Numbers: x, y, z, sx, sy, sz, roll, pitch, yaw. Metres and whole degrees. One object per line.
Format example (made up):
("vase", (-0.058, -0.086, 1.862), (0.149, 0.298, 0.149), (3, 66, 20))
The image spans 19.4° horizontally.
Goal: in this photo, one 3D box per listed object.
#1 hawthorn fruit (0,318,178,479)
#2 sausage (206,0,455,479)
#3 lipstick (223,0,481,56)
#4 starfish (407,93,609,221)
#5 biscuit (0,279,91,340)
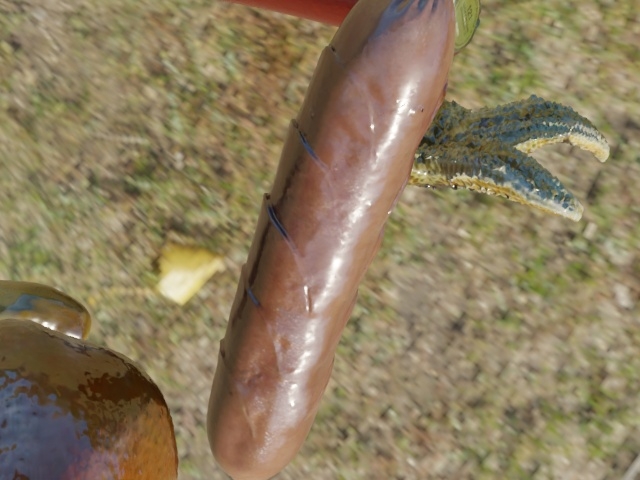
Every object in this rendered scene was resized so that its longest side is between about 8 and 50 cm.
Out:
("hawthorn fruit", (-0.182, 0.174, 1.095), (0.199, 0.251, 0.199), (1, 137, 1))
("sausage", (-0.001, 0.000, 1.232), (0.088, 0.088, 0.433), (5, 127, -21))
("lipstick", (0.016, -0.215, 1.574), (0.080, 0.241, 0.080), (-40, 140, -46))
("starfish", (0.089, -0.063, 1.288), (0.216, 0.238, 0.071), (-23, 124, -25))
("biscuit", (-0.281, 0.045, 1.361), (0.164, 0.208, 0.047), (9, 83, -33))
